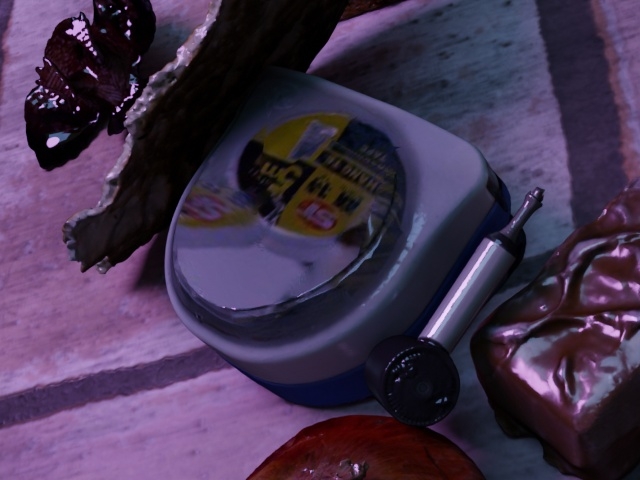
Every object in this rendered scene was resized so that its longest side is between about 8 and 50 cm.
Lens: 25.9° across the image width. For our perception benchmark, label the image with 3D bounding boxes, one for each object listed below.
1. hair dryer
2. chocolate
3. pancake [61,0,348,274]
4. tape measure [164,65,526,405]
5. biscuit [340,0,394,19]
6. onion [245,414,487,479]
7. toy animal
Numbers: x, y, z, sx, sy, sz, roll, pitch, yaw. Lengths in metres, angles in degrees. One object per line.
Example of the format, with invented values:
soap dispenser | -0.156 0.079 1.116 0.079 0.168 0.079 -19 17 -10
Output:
hair dryer | 0.105 0.043 1.010 0.197 0.057 0.100 -54 7 -1
chocolate | 0.214 0.060 1.015 0.214 0.093 0.148 -43 45 -9
pancake | -0.089 -0.148 1.224 0.067 0.305 0.426 40 112 12
tape measure | 0.001 -0.002 1.150 0.259 0.138 0.262 25 69 41
biscuit | 0.072 -0.267 1.391 0.199 0.034 0.064 -18 49 16
onion | 0.009 0.214 0.954 0.230 0.163 0.230 -13 54 18
toy animal | -0.237 -0.179 1.467 0.218 0.116 0.179 -58 15 14
